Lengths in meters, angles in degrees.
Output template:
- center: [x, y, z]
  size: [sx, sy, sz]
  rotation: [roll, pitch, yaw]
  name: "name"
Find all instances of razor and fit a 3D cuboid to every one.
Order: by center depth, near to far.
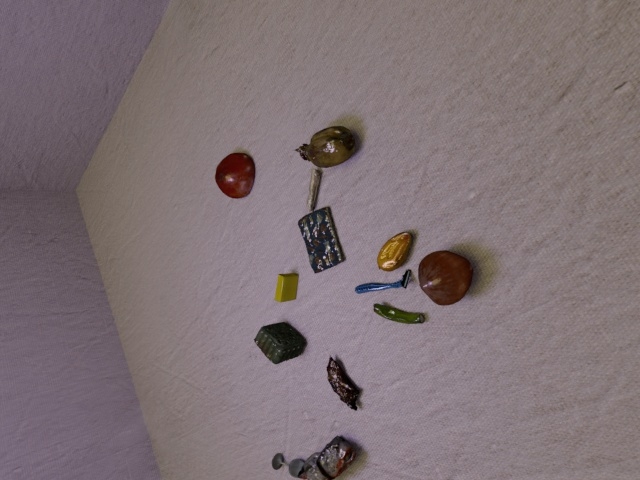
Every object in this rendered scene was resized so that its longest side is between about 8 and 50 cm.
- center: [0.233, 0.172, 1.646]
  size: [0.253, 0.042, 0.082]
  rotation: [-17, 40, 42]
  name: "razor"

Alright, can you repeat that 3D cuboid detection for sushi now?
- center: [0.035, 0.925, 1.823]
  size: [0.130, 0.124, 0.332]
  rotation: [46, 120, 17]
  name: "sushi"

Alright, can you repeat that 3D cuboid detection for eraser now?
- center: [-0.152, 0.210, 1.950]
  size: [0.045, 0.097, 0.122]
  rotation: [17, 104, 42]
  name: "eraser"

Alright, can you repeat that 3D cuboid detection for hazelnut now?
- center: [0.406, 0.115, 1.402]
  size: [0.182, 0.182, 0.182]
  rotation: [4, 96, 41]
  name: "hazelnut"

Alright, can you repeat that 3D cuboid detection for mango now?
- center: [0.272, 0.042, 1.588]
  size: [0.101, 0.066, 0.187]
  rotation: [50, 118, 36]
  name: "mango"

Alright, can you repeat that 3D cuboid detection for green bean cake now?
- center: [-0.179, 0.448, 1.937]
  size: [0.173, 0.181, 0.094]
  rotation: [39, 116, 36]
  name: "green bean cake"

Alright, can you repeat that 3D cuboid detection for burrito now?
- center: [-0.033, -0.212, 1.847]
  size: [0.041, 0.045, 0.185]
  rotation: [12, 101, 4]
  name: "burrito"

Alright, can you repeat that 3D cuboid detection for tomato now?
- center: [-0.435, -0.317, 2.133]
  size: [0.200, 0.139, 0.233]
  rotation: [32, 113, 28]
  name: "tomato"

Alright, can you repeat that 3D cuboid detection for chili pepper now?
- center: [0.287, 0.275, 1.601]
  size: [0.201, 0.050, 0.052]
  rotation: [7, 82, 38]
  name: "chili pepper"

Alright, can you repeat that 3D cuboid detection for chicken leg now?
- center: [0.088, 0.590, 1.790]
  size: [0.234, 0.063, 0.105]
  rotation: [50, 118, 28]
  name: "chicken leg"

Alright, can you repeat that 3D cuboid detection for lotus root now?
- center: [0.019, -0.364, 1.731]
  size: [0.278, 0.154, 0.154]
  rotation: [-6, 89, 41]
  name: "lotus root"

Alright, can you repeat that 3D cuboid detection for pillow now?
- center: [-0.002, -0.001, 1.848]
  size: [0.189, 0.034, 0.255]
  rotation: [-25, 78, 42]
  name: "pillow"

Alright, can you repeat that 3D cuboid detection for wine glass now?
- center: [-0.134, 1.045, 2.010]
  size: [0.195, 0.079, 0.079]
  rotation: [-9, 87, 43]
  name: "wine glass"
